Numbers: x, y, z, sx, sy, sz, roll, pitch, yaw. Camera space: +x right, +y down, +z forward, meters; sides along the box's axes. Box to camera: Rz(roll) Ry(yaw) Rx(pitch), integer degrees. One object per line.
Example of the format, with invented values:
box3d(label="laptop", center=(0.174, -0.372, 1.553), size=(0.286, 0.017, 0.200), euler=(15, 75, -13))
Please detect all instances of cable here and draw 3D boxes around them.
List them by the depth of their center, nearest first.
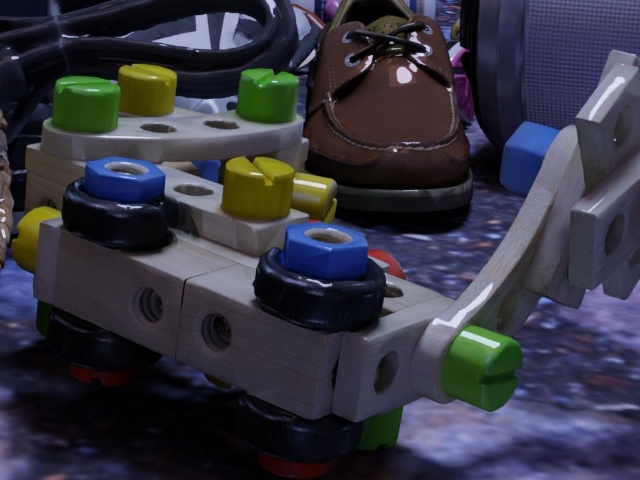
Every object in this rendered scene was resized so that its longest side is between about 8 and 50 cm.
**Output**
box3d(label="cable", center=(-0.159, -0.087, 0.884), size=(0.287, 0.072, 0.139), euler=(-20, 61, -11))

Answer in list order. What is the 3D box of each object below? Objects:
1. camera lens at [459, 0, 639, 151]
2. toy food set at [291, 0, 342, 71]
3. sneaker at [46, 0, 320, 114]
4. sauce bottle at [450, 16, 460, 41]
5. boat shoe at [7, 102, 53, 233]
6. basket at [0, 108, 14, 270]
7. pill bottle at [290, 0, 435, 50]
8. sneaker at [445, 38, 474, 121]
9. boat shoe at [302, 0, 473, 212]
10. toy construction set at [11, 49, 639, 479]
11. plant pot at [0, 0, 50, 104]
box3d(label="camera lens", center=(0.242, -0.152, 1.102), size=(0.274, 0.219, 0.219), euler=(7, 17, 16))
box3d(label="toy food set", center=(-0.004, -0.177, 1.434), size=(0.122, 0.078, 0.019), euler=(-1, -24, -2))
box3d(label="sneaker", center=(-0.094, -0.126, 1.048), size=(0.146, 0.122, 0.330), euler=(44, 14, -6))
box3d(label="sauce bottle", center=(0.142, -0.174, 1.472), size=(0.042, 0.042, 0.128), euler=(1, 15, -4))
box3d(label="boat shoe", center=(-0.234, -0.062, 0.980), size=(0.233, 0.079, 0.084), euler=(14, 20, 41))
box3d(label="basket", center=(-0.272, -0.010, 0.673), size=(0.223, 0.213, 0.299), euler=(-34, 15, 8))
box3d(label="pill bottle", center=(0.013, -0.216, 1.503), size=(0.169, 0.094, 0.094), euler=(-1, 17, -10))
box3d(label="sneaker", center=(0.084, -0.129, 1.281), size=(0.074, 0.063, 0.170), euler=(5, 12, 7))
box3d(label="boat shoe", center=(0.035, -0.098, 1.089), size=(0.110, 0.104, 0.307), euler=(0, 17, -8))
box3d(label="toy construction set", center=(0.000, 0.000, 0.709), size=(0.327, 0.151, 0.215), euler=(3, 11, 37))
box3d(label="plant pot", center=(-0.373, -0.219, 1.080), size=(0.334, 0.341, 0.341), euler=(-17, 24, -36))
